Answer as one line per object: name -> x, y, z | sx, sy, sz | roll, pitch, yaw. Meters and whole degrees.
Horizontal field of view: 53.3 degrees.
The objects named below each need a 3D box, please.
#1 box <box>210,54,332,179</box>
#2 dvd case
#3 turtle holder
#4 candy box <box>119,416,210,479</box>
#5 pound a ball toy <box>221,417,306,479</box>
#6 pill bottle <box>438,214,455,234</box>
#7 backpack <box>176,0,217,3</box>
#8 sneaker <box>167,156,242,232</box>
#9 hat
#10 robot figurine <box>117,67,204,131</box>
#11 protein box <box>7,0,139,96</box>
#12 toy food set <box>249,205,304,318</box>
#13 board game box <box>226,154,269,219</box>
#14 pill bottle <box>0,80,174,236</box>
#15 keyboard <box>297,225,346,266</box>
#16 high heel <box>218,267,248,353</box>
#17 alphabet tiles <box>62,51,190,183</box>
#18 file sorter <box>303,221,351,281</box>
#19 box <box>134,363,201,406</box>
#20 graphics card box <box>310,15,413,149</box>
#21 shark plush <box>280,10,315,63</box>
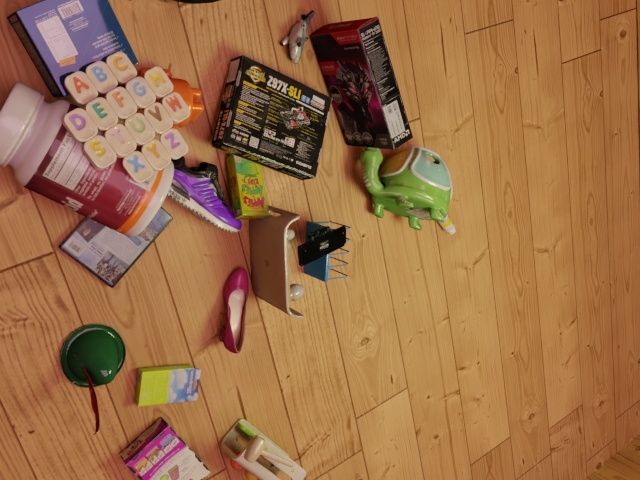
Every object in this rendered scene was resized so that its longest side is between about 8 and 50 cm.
box -> -0.132, -0.341, 1.821 | 0.321, 0.079, 0.257 | 17, 79, -35
dvd case -> -0.537, -0.022, 1.696 | 0.253, 0.022, 0.180 | -51, 124, -13
turtle holder -> 0.275, -0.188, 2.090 | 0.320, 0.243, 0.228 | 13, 77, 4
candy box -> -0.457, 0.660, 1.890 | 0.159, 0.071, 0.233 | -40, 120, -19
pound a ball toy -> -0.180, 0.702, 2.001 | 0.136, 0.208, 0.319 | -50, 124, -13
pill bottle -> 0.462, -0.060, 2.331 | 0.043, 0.043, 0.083 | -49, 124, -13
backpack -> -0.243, -0.779, 1.566 | 0.273, 0.290, 0.356 | -2, 96, -42
sneaker -> -0.311, -0.136, 1.767 | 0.293, 0.102, 0.146 | 36, 81, -34
hat -> -0.567, 0.343, 1.668 | 0.172, 0.183, 0.209 | -24, 114, -27
robot figurine -> -0.413, -0.357, 1.631 | 0.219, 0.128, 0.158 | -2, 109, -34
protein box -> -0.574, -0.467, 1.489 | 0.199, 0.136, 0.201 | -34, 118, -22
toy food set -> -0.118, 0.059, 1.872 | 0.092, 0.219, 0.306 | -10, 107, -31
board game box -> -0.207, -0.152, 1.815 | 0.092, 0.043, 0.181 | 0, 75, -40
pill bottle -> -0.568, -0.187, 1.502 | 0.392, 0.224, 0.224 | 30, 85, -28
keyboard -> 0.000, 0.000, 1.901 | 0.192, 0.038, 0.100 | -25, 129, -38
high heel -> -0.243, 0.208, 1.889 | 0.082, 0.117, 0.244 | 16, 93, -35
alphabet tiles -> -0.437, -0.285, 1.465 | 0.284, 0.021, 0.278 | -42, 106, -34
file sorter -> 0.025, 0.030, 2.024 | 0.104, 0.118, 0.170 | -6, 105, -36
box -> -0.443, 0.419, 1.855 | 0.178, 0.042, 0.109 | 3, 101, -34
graphics card box -> 0.122, -0.457, 1.892 | 0.094, 0.232, 0.371 | -36, 120, -26
shark plush -> -0.061, -0.601, 1.864 | 0.067, 0.073, 0.161 | 40, 57, -53
